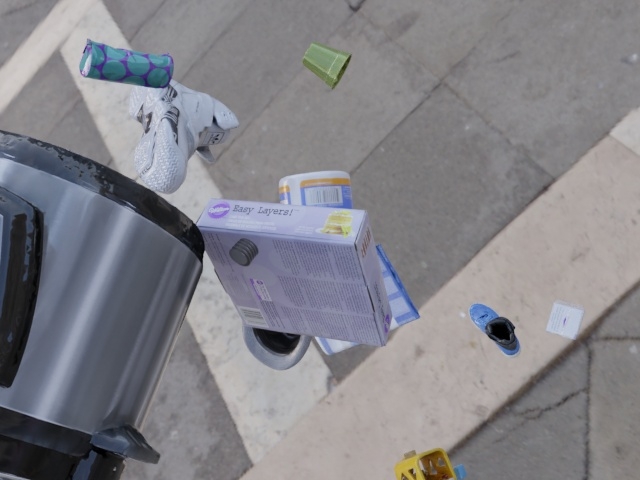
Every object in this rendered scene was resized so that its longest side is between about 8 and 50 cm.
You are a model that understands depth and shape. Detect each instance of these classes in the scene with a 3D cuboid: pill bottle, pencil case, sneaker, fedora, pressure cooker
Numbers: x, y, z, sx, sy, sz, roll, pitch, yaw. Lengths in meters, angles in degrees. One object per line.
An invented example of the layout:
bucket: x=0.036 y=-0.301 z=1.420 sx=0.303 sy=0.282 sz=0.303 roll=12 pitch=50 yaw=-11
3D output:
pill bottle: x=0.000 y=0.000 z=1.514 sx=0.152 sy=0.152 sz=0.272 roll=-6 pitch=89 yaw=36
pencil case: x=-0.335 y=-0.305 z=1.267 sx=0.064 sy=0.151 sz=0.070 roll=-45 pitch=49 yaw=50
sneaker: x=0.365 y=0.176 z=1.550 sx=0.058 sy=0.085 sz=0.152 roll=-33 pitch=52 yaw=-1
fedora: x=-0.099 y=0.222 z=2.107 sx=0.243 sy=0.124 sz=0.276 roll=23 pitch=114 yaw=29
pressure cooker: x=-0.361 y=0.126 z=0.872 sx=0.369 sy=0.375 sz=0.421 roll=-10 pitch=56 yaw=57
sneaker: x=-0.270 y=-0.214 z=1.511 sx=0.137 sy=0.210 sz=0.366 roll=-51 pitch=39 yaw=28

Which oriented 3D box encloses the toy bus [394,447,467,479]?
toy bus: x=0.231 y=0.557 z=1.751 sx=0.202 sy=0.191 sz=0.104 roll=-25 pitch=74 yaw=14

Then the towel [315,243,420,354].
towel: x=0.071 y=0.145 z=1.723 sx=0.285 sy=0.034 sz=0.209 roll=-27 pitch=95 yaw=33

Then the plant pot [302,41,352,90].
plant pot: x=0.009 y=-0.351 z=1.439 sx=0.079 sy=0.083 sz=0.083 roll=31 pitch=86 yaw=2

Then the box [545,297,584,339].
box: x=0.544 y=0.169 z=1.616 sx=0.063 sy=0.324 sz=0.067 roll=16 pitch=92 yaw=20

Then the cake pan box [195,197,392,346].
cake pan box: x=-0.030 y=0.055 z=1.088 sx=0.245 sy=0.267 sz=0.070 roll=6 pitch=52 yaw=23
